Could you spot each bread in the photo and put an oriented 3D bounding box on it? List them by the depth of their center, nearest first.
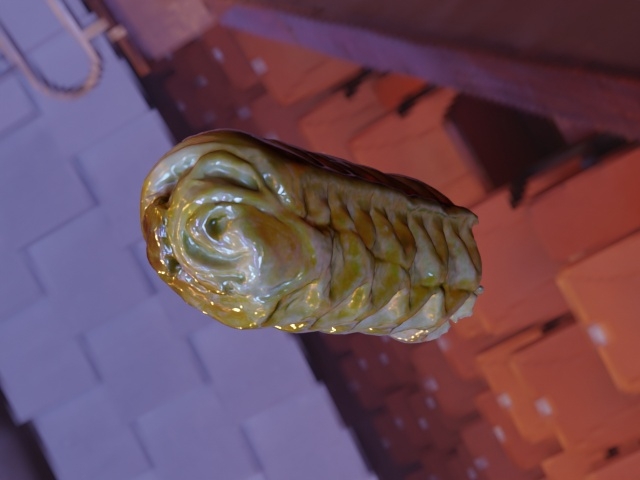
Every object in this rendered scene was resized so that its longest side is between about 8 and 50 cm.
[{"bbox_3d":[0.000,0.001,0.862,0.269,0.087,0.098,10,-111,-64],"label":"bread"}]
